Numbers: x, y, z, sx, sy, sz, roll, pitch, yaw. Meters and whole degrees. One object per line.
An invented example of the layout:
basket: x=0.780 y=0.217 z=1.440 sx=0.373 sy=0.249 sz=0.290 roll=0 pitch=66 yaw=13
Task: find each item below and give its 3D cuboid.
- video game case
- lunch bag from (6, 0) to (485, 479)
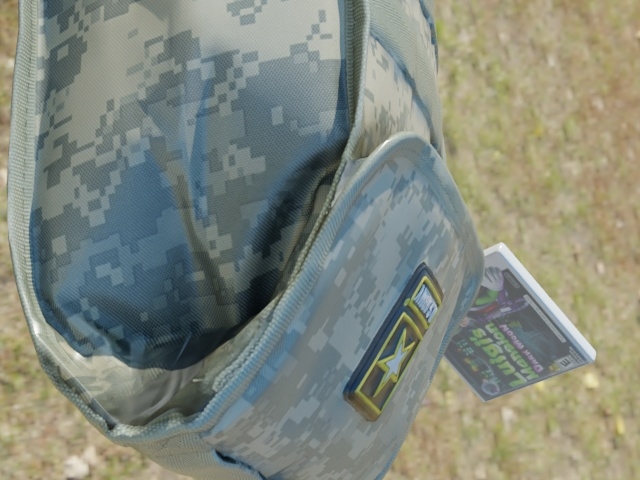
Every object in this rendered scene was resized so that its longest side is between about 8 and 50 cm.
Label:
video game case: x=0.206 y=0.103 z=1.693 sx=0.190 sy=0.173 sz=0.022 roll=47 pitch=42 yaw=-18
lunch bag: x=-0.023 y=-0.026 z=0.612 sx=0.235 sy=0.169 sz=0.287 roll=50 pitch=34 yaw=-68
